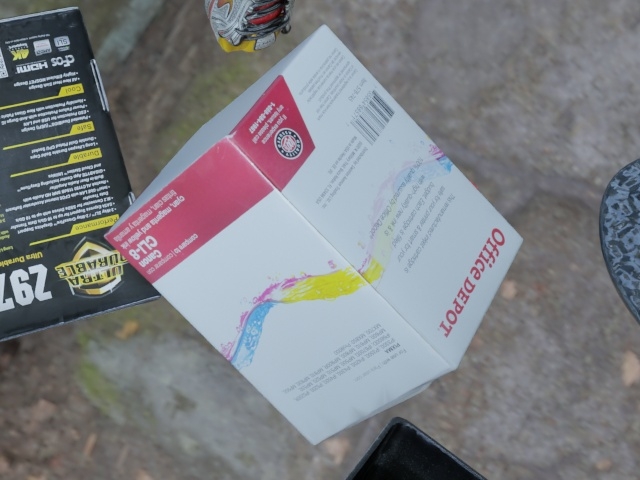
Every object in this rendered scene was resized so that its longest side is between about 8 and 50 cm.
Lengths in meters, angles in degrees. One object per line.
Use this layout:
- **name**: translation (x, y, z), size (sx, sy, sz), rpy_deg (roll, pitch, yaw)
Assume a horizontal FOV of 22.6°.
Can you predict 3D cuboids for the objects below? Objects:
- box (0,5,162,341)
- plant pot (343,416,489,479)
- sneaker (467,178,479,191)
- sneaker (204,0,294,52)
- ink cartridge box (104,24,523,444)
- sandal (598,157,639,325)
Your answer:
- **box**: translation (-0.315, -0.033, 1.286), size (0.079, 0.322, 0.257), rpy_deg (-17, 89, 64)
- **plant pot**: translation (0.057, 0.272, 1.126), size (0.187, 0.188, 0.167), rpy_deg (36, 124, 7)
- **sneaker**: translation (0.065, -0.036, 1.306), size (0.145, 0.270, 0.090), rpy_deg (-20, 58, -13)
- **sneaker**: translation (-0.046, -0.215, 1.384), size (0.225, 0.088, 0.093), rpy_deg (173, 85, -75)
- **ink cartridge box**: translation (0.000, 0.000, 0.905), size (0.127, 0.176, 0.128), rpy_deg (-35, 13, 41)
- **sandal**: translation (0.401, 0.069, 1.115), size (0.445, 0.107, 0.168), rpy_deg (22, 77, 17)
